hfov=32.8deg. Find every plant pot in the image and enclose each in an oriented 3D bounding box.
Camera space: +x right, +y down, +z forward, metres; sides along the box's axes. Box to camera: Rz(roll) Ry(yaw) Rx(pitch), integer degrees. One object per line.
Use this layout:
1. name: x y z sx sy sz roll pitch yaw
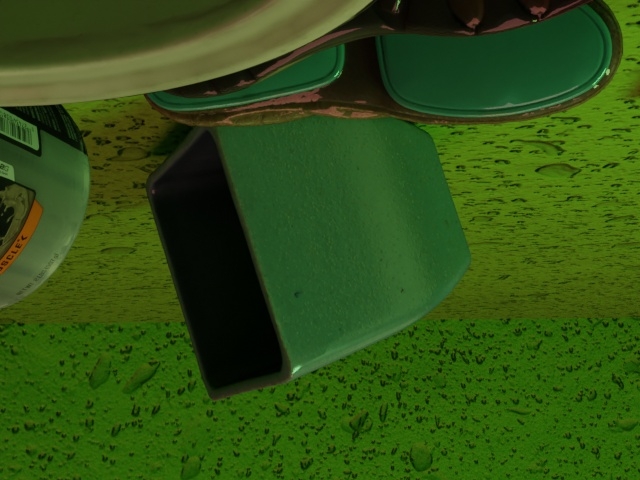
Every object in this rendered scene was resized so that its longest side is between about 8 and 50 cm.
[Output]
1. plant pot: 0.000 0.000 1.104 0.252 0.248 0.247 -15 174 -26

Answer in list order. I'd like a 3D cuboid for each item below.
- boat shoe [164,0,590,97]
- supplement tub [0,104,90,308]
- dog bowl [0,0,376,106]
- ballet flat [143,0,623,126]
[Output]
1. boat shoe: 0.038 -0.172 0.611 0.324 0.123 0.120 -9 -161 21
2. supplement tub: -0.326 -0.067 0.760 0.207 0.207 0.338 -6 168 17
3. dog bowl: -0.161 -0.181 0.389 0.407 0.150 0.408 -2 169 0
4. ballet flat: 0.039 -0.136 0.790 0.342 0.116 0.124 -5 -172 12
